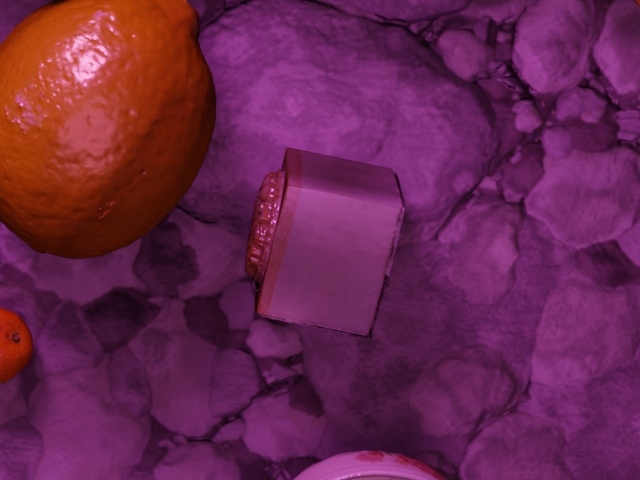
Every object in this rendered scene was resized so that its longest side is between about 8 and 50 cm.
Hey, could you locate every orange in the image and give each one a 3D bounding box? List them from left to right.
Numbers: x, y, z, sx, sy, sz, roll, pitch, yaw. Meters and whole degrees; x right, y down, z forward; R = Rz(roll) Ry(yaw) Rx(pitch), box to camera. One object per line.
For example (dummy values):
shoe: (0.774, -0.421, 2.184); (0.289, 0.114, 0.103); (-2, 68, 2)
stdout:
orange: (-0.347, 0.111, 1.574); (0.083, 0.083, 0.083); (-1, 110, -4)

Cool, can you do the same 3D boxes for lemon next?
lemon: (-0.221, -0.113, 1.428); (0.236, 0.236, 0.263); (14, 85, -9)

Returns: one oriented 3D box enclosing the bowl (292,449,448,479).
bowl: (0.051, 0.349, 1.659); (0.277, 0.145, 0.277); (-2, 112, -4)

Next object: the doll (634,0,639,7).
doll: (0.227, -0.309, 1.465); (0.291, 0.086, 0.117); (11, 113, -6)

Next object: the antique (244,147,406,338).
antique: (0.000, 0.000, 1.528); (0.148, 0.147, 0.152); (12, 107, -7)
